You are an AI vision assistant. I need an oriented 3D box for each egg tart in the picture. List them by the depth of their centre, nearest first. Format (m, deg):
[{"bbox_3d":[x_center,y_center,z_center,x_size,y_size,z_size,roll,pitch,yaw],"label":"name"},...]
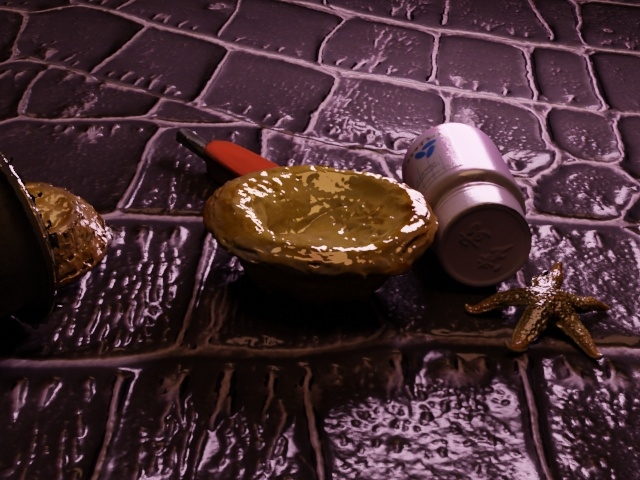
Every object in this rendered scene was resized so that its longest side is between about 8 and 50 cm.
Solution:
[{"bbox_3d":[-0.359,-0.015,1.562,0.191,0.074,0.191,5,42,-5],"label":"egg tart"},{"bbox_3d":[0.000,0.000,1.598,0.314,0.120,0.315,2,26,-1],"label":"egg tart"}]

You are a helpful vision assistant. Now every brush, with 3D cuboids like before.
[{"bbox_3d":[-0.105,-0.094,1.837,0.070,0.051,0.323,-27,45,-37],"label":"brush"}]

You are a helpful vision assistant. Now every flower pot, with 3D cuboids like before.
[{"bbox_3d":[-0.454,0.024,1.332,0.290,0.290,0.259,28,47,35],"label":"flower pot"}]

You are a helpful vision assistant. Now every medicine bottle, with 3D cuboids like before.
[{"bbox_3d":[0.201,-0.052,1.713,0.152,0.152,0.254,3,28,-7],"label":"medicine bottle"}]

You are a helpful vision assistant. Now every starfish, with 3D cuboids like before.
[{"bbox_3d":[0.298,0.098,1.572,0.208,0.053,0.176,-22,48,-33],"label":"starfish"}]

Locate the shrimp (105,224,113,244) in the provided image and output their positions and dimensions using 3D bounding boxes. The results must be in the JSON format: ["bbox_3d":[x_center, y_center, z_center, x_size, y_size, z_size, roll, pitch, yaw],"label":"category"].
[{"bbox_3d":[-0.352,-0.023,1.665,0.161,0.034,0.091,21,21,12],"label":"shrimp"}]
